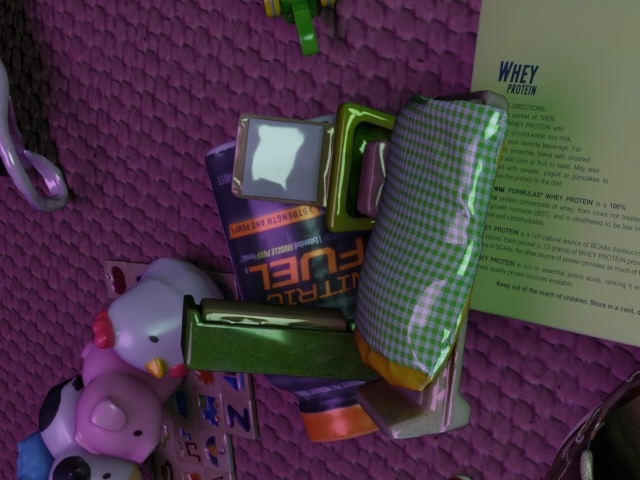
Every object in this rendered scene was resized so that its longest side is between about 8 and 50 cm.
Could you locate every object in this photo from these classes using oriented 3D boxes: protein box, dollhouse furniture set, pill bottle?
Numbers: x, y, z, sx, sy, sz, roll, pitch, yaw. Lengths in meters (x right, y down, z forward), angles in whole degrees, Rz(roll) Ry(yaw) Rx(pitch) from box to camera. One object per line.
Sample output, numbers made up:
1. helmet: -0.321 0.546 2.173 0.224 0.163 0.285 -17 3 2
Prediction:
1. protein box: 0.203 -0.044 0.860 0.200 0.136 0.201 11 97 43
2. dollhouse furniture set: 0.000 0.000 0.900 0.301 0.151 0.197 -153 69 -82
3. pill bottle: 0.001 0.031 1.119 0.130 0.130 0.246 -14 93 46

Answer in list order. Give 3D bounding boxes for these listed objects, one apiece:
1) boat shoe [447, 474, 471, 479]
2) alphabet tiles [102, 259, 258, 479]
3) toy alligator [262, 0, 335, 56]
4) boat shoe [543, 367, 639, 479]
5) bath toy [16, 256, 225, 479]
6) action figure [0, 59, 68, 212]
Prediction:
1. boat shoe: 0.127 0.250 1.120 0.049 0.043 0.137 -42 73 41
2. alphabet tiles: -0.132 0.140 1.374 0.198 0.009 0.237 5 106 44
3. toy alligator: -0.030 -0.238 1.129 0.051 0.056 0.190 -154 50 -86
4. boat shoe: 0.204 0.151 0.974 0.095 0.095 0.257 47 131 25
5. bath toy: -0.201 0.160 1.351 0.151 0.129 0.348 53 132 20
6. action figure: -0.370 -0.231 1.373 0.276 0.248 0.370 10 85 9
